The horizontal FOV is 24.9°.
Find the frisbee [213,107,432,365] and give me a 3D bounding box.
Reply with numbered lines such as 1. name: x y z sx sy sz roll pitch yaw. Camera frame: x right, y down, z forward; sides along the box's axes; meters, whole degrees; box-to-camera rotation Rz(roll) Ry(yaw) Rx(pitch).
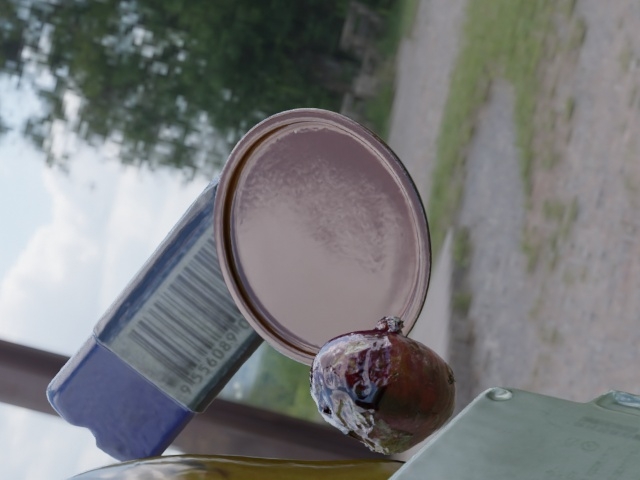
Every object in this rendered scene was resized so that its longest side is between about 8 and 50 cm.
1. frisbee: 0.000 0.000 1.360 0.021 0.250 0.251 -19 -49 -51

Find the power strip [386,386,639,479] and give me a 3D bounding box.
1. power strip: 0.046 0.120 0.424 0.270 0.118 0.046 -32 -55 -50

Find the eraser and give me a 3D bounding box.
1. eraser: -0.141 0.087 1.549 0.332 0.155 0.101 -49 6 20

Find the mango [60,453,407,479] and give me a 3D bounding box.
1. mango: -0.043 0.210 0.754 0.173 0.317 0.211 104 150 -54

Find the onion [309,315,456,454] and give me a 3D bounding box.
1. onion: 0.044 0.100 1.022 0.107 0.107 0.097 114 172 -76
